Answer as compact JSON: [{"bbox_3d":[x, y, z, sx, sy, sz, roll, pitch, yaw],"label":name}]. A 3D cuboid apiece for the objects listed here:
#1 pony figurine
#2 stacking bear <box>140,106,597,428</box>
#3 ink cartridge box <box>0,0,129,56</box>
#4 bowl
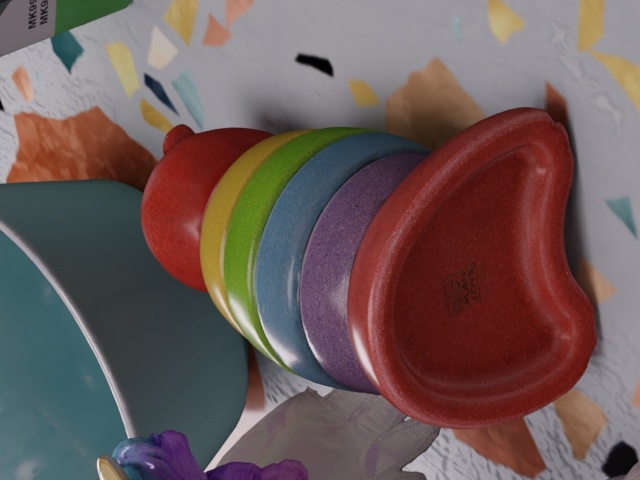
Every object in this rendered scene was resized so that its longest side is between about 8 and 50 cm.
[{"bbox_3d":[0.023,0.235,0.993,0.303,0.351,0.363,6,112,47],"label":"pony figurine"},{"bbox_3d":[0.000,0.000,1.051,0.289,0.164,0.175,18,127,50],"label":"stacking bear"},{"bbox_3d":[-0.266,-0.213,1.107,0.121,0.289,0.211,37,138,31],"label":"ink cartridge box"},{"bbox_3d":[-0.170,0.077,1.297,0.311,0.163,0.311,31,136,36],"label":"bowl"}]
